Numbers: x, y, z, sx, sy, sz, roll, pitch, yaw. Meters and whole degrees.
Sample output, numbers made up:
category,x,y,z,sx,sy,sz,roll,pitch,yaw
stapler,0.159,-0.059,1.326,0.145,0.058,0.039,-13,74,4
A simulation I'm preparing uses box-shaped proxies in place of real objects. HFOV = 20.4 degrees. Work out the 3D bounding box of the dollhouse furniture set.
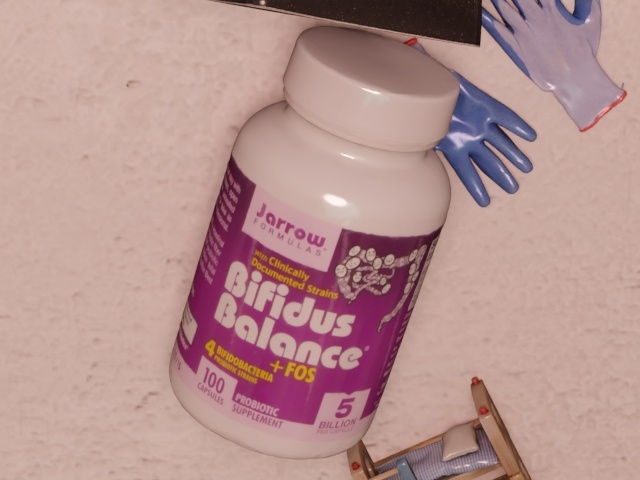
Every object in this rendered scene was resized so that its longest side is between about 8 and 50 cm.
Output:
category,x,y,z,sx,sy,sz,roll,pitch,yaw
dollhouse furniture set,0.108,0.225,1.443,0.129,0.184,0.129,-25,112,7

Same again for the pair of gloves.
category,x,y,z,sx,sy,sz,roll,pitch,yaw
pair of gloves,0.143,-0.125,1.384,0.198,0.023,0.159,-37,110,13

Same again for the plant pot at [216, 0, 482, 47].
category,x,y,z,sx,sy,sz,roll,pitch,yaw
plant pot,0.000,-0.236,1.230,0.187,0.188,0.167,6,97,-34

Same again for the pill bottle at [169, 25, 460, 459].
category,x,y,z,sx,sy,sz,roll,pitch,yaw
pill bottle,0.000,0.000,1.343,0.169,0.169,0.302,14,115,-9
